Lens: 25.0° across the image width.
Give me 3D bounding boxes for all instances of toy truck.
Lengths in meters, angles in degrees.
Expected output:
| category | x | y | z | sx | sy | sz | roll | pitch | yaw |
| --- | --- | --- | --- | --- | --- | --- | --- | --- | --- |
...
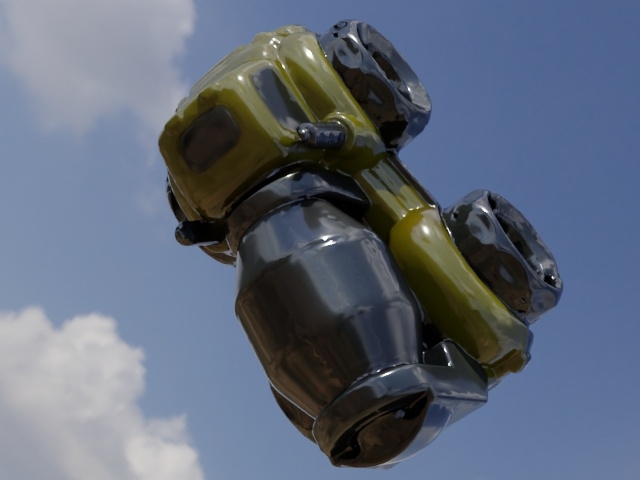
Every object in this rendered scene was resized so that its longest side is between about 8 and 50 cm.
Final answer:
| category | x | y | z | sx | sy | sz | roll | pitch | yaw |
| --- | --- | --- | --- | --- | --- | --- | --- | --- | --- |
| toy truck | 0.000 | 0.000 | 0.698 | 0.224 | 0.147 | 0.165 | 58 | 22 | 11 |
